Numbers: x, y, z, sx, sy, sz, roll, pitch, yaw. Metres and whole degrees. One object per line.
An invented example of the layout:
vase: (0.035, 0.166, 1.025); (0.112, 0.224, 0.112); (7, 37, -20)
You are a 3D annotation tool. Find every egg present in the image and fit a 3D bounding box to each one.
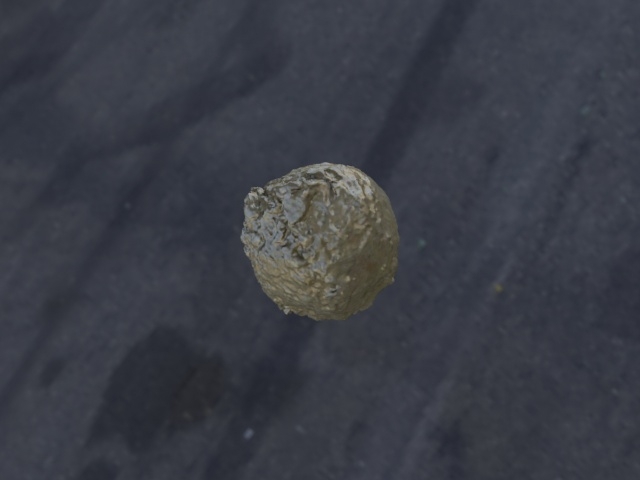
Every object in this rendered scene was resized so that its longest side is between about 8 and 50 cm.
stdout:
egg: (0.000, 0.000, 1.223); (0.140, 0.118, 0.116); (106, 157, -50)
